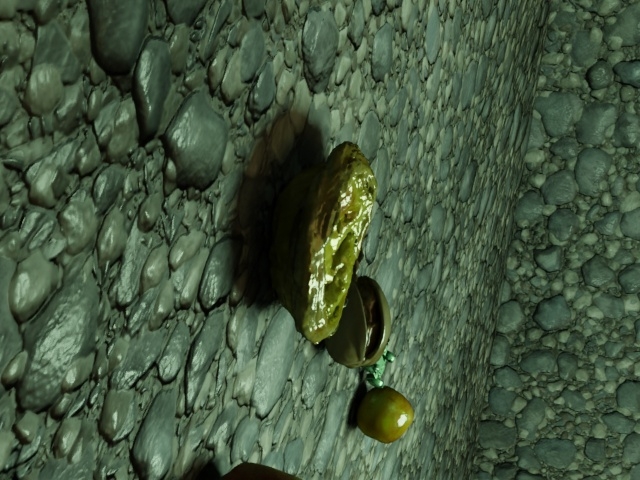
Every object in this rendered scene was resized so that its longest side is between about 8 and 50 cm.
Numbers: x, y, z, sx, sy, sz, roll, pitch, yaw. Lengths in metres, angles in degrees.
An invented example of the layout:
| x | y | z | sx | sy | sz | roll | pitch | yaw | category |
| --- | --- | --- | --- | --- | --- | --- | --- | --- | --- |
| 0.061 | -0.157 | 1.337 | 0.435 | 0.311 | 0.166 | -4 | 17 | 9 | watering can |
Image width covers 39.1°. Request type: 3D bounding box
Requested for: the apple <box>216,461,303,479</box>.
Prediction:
| x | y | z | sx | sy | sz | roll | pitch | yaw | category |
| --- | --- | --- | --- | --- | --- | --- | --- | --- | --- |
| -0.082 | 0.387 | 1.108 | 0.188 | 0.173 | 0.207 | -60 | 139 | -44 | apple |

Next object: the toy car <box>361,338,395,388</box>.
| x | y | z | sx | sy | sz | roll | pitch | yaw | category |
| --- | --- | --- | --- | --- | --- | --- | --- | --- | --- |
| 0.096 | 0.214 | 1.627 | 0.143 | 0.054 | 0.073 | 67 | 42 | -65 | toy car |

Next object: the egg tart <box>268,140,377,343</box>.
| x | y | z | sx | sy | sz | roll | pitch | yaw | category |
| --- | --- | --- | --- | --- | --- | --- | --- | --- | --- |
| 0.000 | 0.000 | 1.175 | 0.279 | 0.095 | 0.279 | 13 | 90 | -76 | egg tart |

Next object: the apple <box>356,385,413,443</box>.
| x | y | z | sx | sy | sz | roll | pitch | yaw | category |
| --- | --- | --- | --- | --- | --- | --- | --- | --- | --- |
| 0.114 | 0.327 | 1.687 | 0.102 | 0.099 | 0.114 | -52 | -176 | -20 | apple |

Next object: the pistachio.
| x | y | z | sx | sy | sz | roll | pitch | yaw | category |
| --- | --- | --- | --- | --- | --- | --- | --- | --- | --- |
| 0.057 | 0.128 | 1.398 | 0.113 | 0.113 | 0.149 | -1 | 97 | -70 | pistachio |
